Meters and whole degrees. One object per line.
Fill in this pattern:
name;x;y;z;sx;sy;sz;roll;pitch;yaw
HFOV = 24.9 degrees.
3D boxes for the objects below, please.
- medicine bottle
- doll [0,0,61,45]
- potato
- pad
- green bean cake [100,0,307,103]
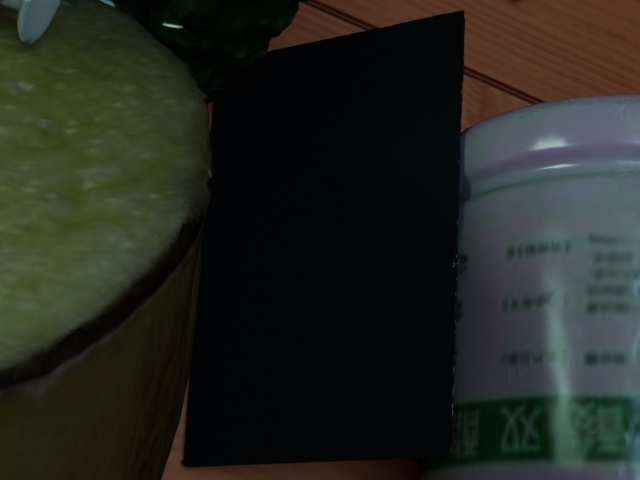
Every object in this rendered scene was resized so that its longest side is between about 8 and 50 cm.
medicine bottle;0.156;0.107;0.769;0.212;0.212;0.325;9;73;-16
doll;-0.218;-0.141;0.619;0.227;0.057;0.114;32;20;28
potato;-0.280;0.064;0.604;0.442;0.319;0.385;9;29;-10
pad;0.000;0.000;0.792;0.006;0.170;0.245;29;59;-54
green bean cake;-0.134;-0.210;0.713;0.308;0.300;0.169;23;68;-12
